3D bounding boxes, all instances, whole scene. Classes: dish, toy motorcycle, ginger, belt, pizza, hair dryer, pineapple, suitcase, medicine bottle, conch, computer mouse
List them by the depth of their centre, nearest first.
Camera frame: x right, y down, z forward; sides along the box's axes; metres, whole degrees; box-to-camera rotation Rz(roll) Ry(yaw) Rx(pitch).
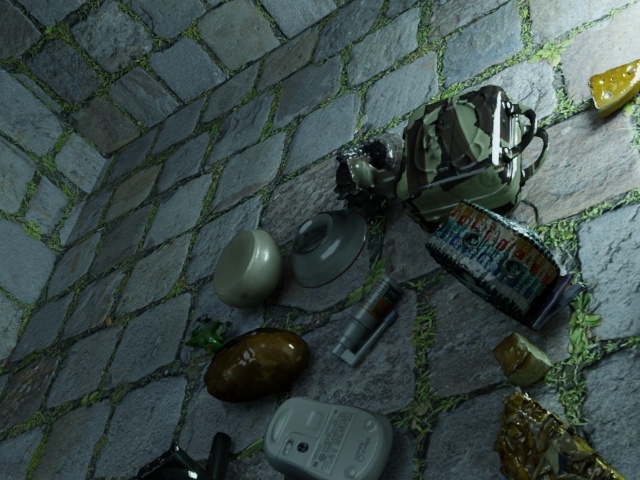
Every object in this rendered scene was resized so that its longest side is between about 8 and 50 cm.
[{"bbox_3d":[0.341,0.346,1.154,0.161,0.158,0.334,-44,32,3],"label":"pineapple"},{"bbox_3d":[0.352,0.031,1.453,0.160,0.207,0.295,-50,33,-2],"label":"belt"},{"bbox_3d":[0.019,0.421,1.489,0.296,0.121,0.184,2,52,34],"label":"computer mouse"},{"bbox_3d":[-0.269,0.504,1.640,0.116,0.244,0.302,-31,19,12],"label":"hair dryer"},{"bbox_3d":[0.665,-0.347,1.670,0.131,0.041,0.178,16,67,52],"label":"pizza"},{"bbox_3d":[0.113,0.187,1.702,0.092,0.061,0.221,33,81,39],"label":"medicine bottle"},{"bbox_3d":[0.361,-0.191,1.714,0.339,0.194,0.352,-15,44,30],"label":"suitcase"},{"bbox_3d":[-0.181,0.311,1.803,0.321,0.172,0.165,-23,76,31],"label":"ginger"},{"bbox_3d":[0.153,-0.174,1.974,0.240,0.186,0.313,3,34,23],"label":"conch"},{"bbox_3d":[0.000,0.000,2.016,0.260,0.085,0.260,-31,35,24],"label":"dish"},{"bbox_3d":[-0.317,0.272,2.104,0.190,0.074,0.106,0,63,50],"label":"toy motorcycle"}]

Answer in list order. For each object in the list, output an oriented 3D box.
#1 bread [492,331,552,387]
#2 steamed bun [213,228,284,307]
[{"bbox_3d":[0.369,0.220,1.349,0.070,0.076,0.083,-49,30,18],"label":"bread"},{"bbox_3d":[-0.191,0.088,2.082,0.231,0.145,0.232,-34,40,35],"label":"steamed bun"}]
